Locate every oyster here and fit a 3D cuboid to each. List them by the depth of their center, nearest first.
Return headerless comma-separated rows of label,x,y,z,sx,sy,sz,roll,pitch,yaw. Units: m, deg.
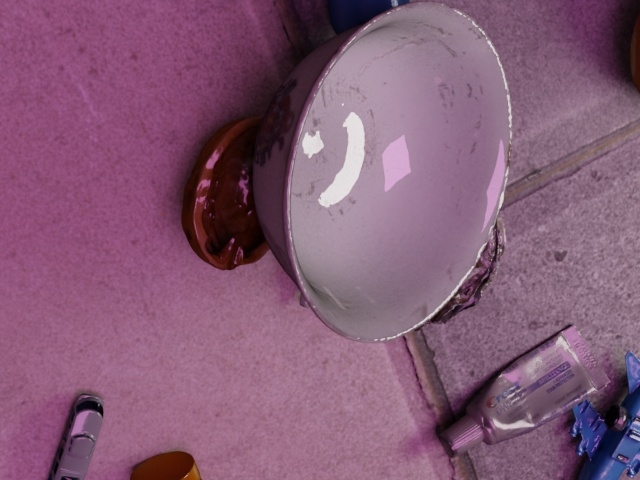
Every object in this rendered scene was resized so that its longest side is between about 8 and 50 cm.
oyster,0.167,0.008,1.739,0.268,0.112,0.198,-37,95,2

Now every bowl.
bowl,0.043,-0.102,1.553,0.435,0.196,0.435,-21,120,-43

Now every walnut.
walnut,-0.118,-0.069,1.603,0.167,0.087,0.211,17,91,-45

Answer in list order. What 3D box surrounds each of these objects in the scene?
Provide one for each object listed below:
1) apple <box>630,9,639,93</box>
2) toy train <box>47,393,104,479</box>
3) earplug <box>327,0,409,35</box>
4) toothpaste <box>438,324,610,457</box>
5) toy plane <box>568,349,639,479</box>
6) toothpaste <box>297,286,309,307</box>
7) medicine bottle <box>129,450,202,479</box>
apple,0.560,-0.273,1.721,0.242,0.242,0.241,14,103,-24
toy train,-0.343,0.309,1.664,0.043,0.047,0.207,15,102,-25
earplug,0.057,-0.379,1.560,0.132,0.132,0.273,-12,114,-17
toothpaste,0.310,0.249,1.879,0.282,0.068,0.099,-30,116,-10
toy plane,0.486,0.319,1.953,0.254,0.105,0.271,24,93,-11
toothpaste,0.000,0.000,1.707,0.048,0.029,0.197,10,100,-24
medicine bottle,-0.196,0.404,1.721,0.096,0.096,0.192,-22,113,-13
